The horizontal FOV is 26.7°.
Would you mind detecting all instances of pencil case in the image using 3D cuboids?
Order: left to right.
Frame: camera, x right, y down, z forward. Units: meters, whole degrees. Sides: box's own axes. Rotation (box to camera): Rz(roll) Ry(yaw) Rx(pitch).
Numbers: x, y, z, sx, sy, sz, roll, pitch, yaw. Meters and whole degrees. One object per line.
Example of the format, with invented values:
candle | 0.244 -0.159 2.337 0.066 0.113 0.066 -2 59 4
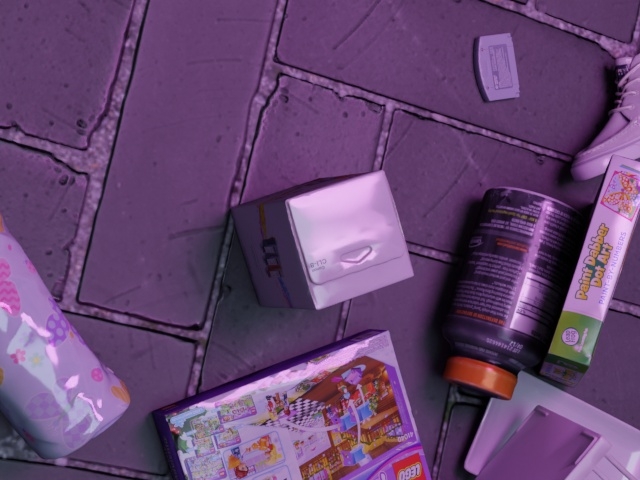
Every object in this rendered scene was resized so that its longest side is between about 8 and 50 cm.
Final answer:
pencil case | -0.314 0.098 1.416 0.124 0.113 0.273 -42 105 -28

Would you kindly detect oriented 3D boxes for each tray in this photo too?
tray | 0.309 0.274 1.733 0.270 0.030 0.145 28 78 -21

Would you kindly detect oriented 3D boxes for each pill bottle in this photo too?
pill bottle | 0.226 0.068 1.645 0.130 0.130 0.245 23 80 -22

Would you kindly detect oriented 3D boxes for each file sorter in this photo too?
file sorter | 0.260 0.367 1.587 0.173 0.193 0.277 42 84 -12

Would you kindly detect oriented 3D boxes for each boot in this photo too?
boot | 0.402 -0.176 1.757 0.258 0.095 0.123 -30 95 -30

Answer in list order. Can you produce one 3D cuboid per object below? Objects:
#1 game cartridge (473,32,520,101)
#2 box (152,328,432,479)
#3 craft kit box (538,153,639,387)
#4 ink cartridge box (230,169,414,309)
game cartridge | 0.222 -0.219 1.709 0.056 0.017 0.083 -10 93 -27
box | -0.028 0.244 1.569 0.293 0.057 0.200 -18 96 -23
craft kit box | 0.330 0.045 1.634 0.061 0.250 0.246 15 80 9
ink cartridge box | 0.000 0.000 1.520 0.128 0.176 0.127 -19 97 -23
